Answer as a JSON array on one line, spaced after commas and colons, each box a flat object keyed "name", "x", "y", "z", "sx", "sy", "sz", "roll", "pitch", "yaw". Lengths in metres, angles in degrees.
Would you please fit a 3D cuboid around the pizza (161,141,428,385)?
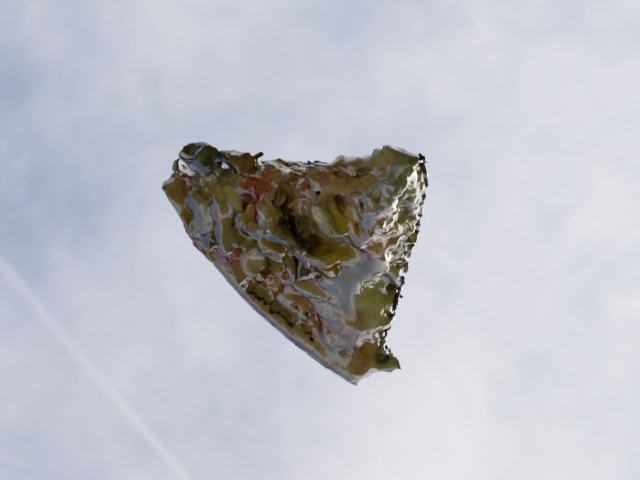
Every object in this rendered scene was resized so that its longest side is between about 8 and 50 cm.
[{"name": "pizza", "x": 0.000, "y": 0.000, "z": 1.051, "sx": 0.185, "sy": 0.195, "sz": 0.052, "roll": 44, "pitch": -126, "yaw": -6}]
